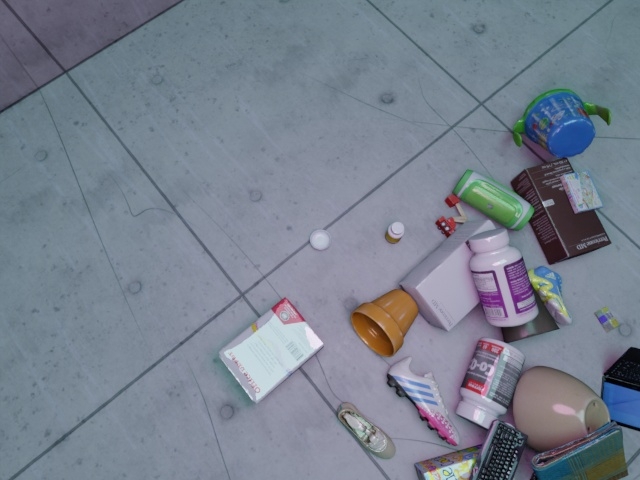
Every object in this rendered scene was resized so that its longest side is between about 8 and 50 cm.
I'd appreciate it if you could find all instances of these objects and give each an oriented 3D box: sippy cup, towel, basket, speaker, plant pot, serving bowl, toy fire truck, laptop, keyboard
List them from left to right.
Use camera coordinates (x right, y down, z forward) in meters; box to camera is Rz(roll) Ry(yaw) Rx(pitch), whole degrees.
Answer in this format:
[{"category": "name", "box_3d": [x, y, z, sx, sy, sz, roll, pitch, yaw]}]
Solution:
[{"category": "serving bowl", "box_3d": [0.000, 0.000, 1.657, 0.083, 0.027, 0.083, 0, 73, -1]}, {"category": "plant pot", "box_3d": [0.245, 0.280, 1.501, 0.188, 0.205, 0.205, -37, 77, -27]}, {"category": "toy fire truck", "box_3d": [0.541, -0.077, 1.672, 0.135, 0.047, 0.192, -35, 78, -12]}, {"category": "speaker", "box_3d": [0.685, -0.161, 1.656, 0.297, 0.131, 0.131, 33, 76, 9]}, {"category": "keyboard", "box_3d": [0.572, 0.748, 1.288, 0.202, 0.033, 0.317, 27, 76, 6]}, {"category": "basket", "box_3d": [0.729, 0.243, 1.529, 0.204, 0.154, 0.226, -13, 70, -9]}, {"category": "sippy cup", "box_3d": [0.952, -0.447, 1.646, 0.240, 0.305, 0.224, 32, 36, -20]}, {"category": "plant pot", "box_3d": [0.806, 0.564, 1.355, 0.284, 0.191, 0.284, 5, 78, -24]}, {"category": "towel", "box_3d": [0.810, 0.704, 1.288, 0.271, 0.370, 0.040, -31, 35, 8]}, {"category": "towel", "box_3d": [1.090, 0.300, 1.581, 0.060, 0.009, 0.083, -24, 75, -6]}, {"category": "laptop", "box_3d": [1.140, 0.529, 1.446, 0.234, 0.264, 0.136, 15, 37, 4]}]

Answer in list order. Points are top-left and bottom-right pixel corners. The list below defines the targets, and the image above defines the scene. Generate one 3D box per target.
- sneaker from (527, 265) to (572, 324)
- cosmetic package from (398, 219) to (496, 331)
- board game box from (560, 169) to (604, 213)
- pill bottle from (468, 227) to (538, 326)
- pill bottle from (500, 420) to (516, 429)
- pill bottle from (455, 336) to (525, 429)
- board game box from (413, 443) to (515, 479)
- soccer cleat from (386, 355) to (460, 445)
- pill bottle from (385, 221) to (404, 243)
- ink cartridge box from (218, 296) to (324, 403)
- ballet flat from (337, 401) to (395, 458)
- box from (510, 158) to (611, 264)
[{"category": "sneaker", "box_3d": [0.885, 0.195, 1.570, 0.126, 0.091, 0.240, -33, 75, -10]}, {"category": "cosmetic package", "box_3d": [0.505, 0.121, 1.528, 0.385, 0.156, 0.217, -42, 100, -12]}, {"category": "board game box", "box_3d": [0.990, -0.185, 1.577, 0.104, 0.026, 0.154, -11, 74, -6]}, {"category": "pill bottle", "box_3d": [0.599, 0.120, 1.388, 0.169, 0.169, 0.301, -19, 95, -6]}, {"category": "pill bottle", "box_3d": [0.623, 0.653, 1.417, 0.067, 0.120, 0.067, 0, 73, 0]}, {"category": "pill bottle", "box_3d": [0.583, 0.497, 1.442, 0.161, 0.161, 0.283, 26, 75, 7]}, {"category": "board game box", "box_3d": [0.473, 0.784, 1.366, 0.275, 0.142, 0.144, -14, 74, -4]}, {"category": "soccer cleat", "box_3d": [0.382, 0.551, 1.449, 0.143, 0.116, 0.331, -42, 78, -11]}, {"category": "pill bottle", "box_3d": [0.291, -0.032, 1.621, 0.065, 0.116, 0.065, 0, 74, 0]}, {"category": "ink cartridge box", "box_3d": [-0.170, 0.388, 1.488, 0.306, 0.131, 0.226, -38, 78, -9]}, {"category": "ballet flat", "box_3d": [0.157, 0.662, 1.433, 0.248, 0.086, 0.086, 38, 77, 10]}, {"category": "box", "box_3d": [0.936, -0.117, 1.640, 0.191, 0.143, 0.381, -17, 76, -6]}]
